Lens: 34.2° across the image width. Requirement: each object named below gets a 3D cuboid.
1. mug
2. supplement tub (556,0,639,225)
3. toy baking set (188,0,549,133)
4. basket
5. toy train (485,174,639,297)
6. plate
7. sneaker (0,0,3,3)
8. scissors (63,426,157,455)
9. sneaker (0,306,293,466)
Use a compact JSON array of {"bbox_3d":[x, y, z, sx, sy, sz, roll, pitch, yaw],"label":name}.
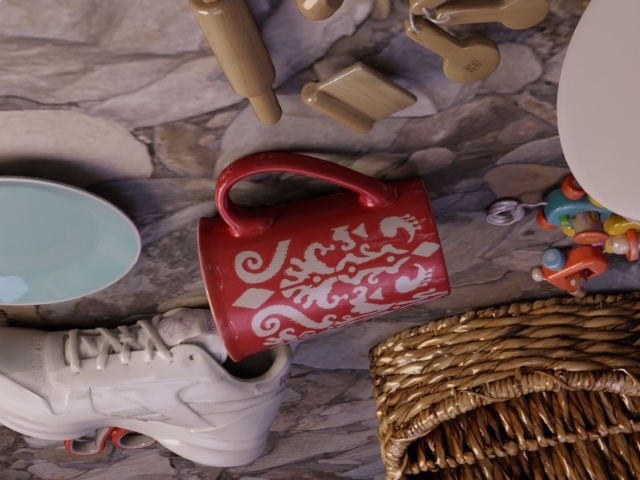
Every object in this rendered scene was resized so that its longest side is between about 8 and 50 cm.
[{"bbox_3d":[0.002,0.009,0.763,0.169,0.113,0.150,-13,152,3],"label":"mug"},{"bbox_3d":[0.295,-0.065,0.613,0.272,0.191,0.191,14,144,-34],"label":"supplement tub"},{"bbox_3d":[0.022,-0.146,0.577,0.197,0.030,0.256,-17,150,10],"label":"toy baking set"},{"bbox_3d":[0.210,0.196,1.024,0.299,0.223,0.213,-10,151,7],"label":"basket"},{"bbox_3d":[0.214,0.006,0.866,0.125,0.046,0.166,-25,147,27],"label":"toy train"},{"bbox_3d":[-0.228,-0.003,0.771,0.188,0.024,0.188,-5,151,-3],"label":"plate"},{"bbox_3d":[-0.189,-0.152,0.457,0.300,0.111,0.121,-31,134,26],"label":"sneaker"},{"bbox_3d":[-0.197,0.167,1.079,0.109,0.021,0.297,3,149,-20],"label":"scissors"},{"bbox_3d":[-0.168,0.105,0.926,0.305,0.114,0.152,14,118,-27],"label":"sneaker"}]
